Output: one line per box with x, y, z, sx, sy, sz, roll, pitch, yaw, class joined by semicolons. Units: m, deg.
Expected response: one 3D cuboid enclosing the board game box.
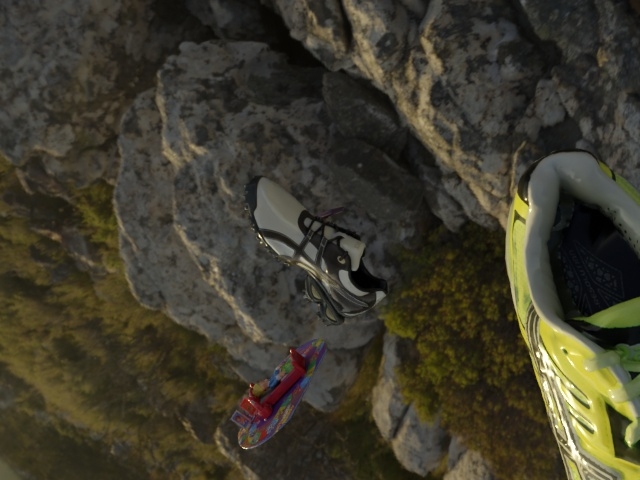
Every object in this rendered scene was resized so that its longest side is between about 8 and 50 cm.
-0.059;0.184;0.731;0.033;0.169;0.133;42;141;-12;board game box

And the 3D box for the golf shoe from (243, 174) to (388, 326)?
0.000;0.000;0.616;0.093;0.077;0.198;-24;115;32;golf shoe

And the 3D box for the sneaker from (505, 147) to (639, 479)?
0.192;0.113;0.328;0.145;0.385;0.147;-28;142;17;sneaker

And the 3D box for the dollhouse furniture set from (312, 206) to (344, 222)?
-0.020;0.011;0.793;0.090;0.114;0.081;-19;88;38;dollhouse furniture set
